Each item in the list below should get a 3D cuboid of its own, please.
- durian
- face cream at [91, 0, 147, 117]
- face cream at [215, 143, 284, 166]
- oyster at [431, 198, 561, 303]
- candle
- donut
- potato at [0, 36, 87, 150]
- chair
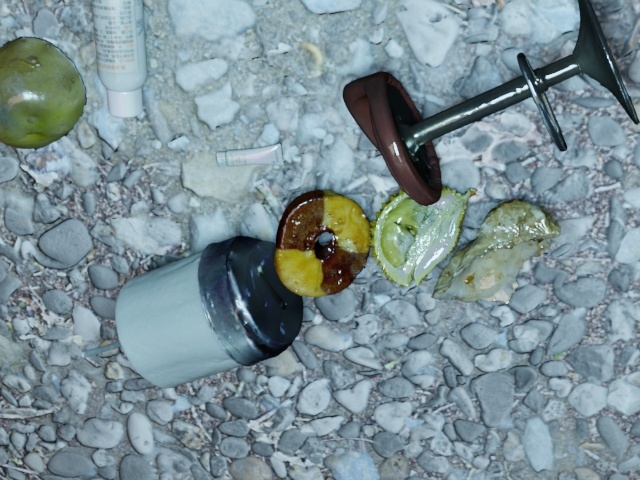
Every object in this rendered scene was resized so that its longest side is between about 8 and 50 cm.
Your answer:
[{"bbox_3d":[0.165,-0.032,1.545,0.208,0.102,0.146,-37,108,0],"label":"durian"},{"bbox_3d":[-0.318,-0.326,1.497,0.082,0.082,0.269,6,117,8],"label":"face cream"},{"bbox_3d":[-0.117,-0.140,1.582,0.115,0.020,0.038,-4,114,10],"label":"face cream"},{"bbox_3d":[0.284,0.019,1.538,0.233,0.162,0.107,-46,57,32],"label":"oyster"},{"bbox_3d":[-0.216,0.131,1.627,0.343,0.221,0.221,-19,111,23],"label":"candle"},{"bbox_3d":[0.000,0.000,1.578,0.166,0.073,0.184,-7,117,-9],"label":"donut"},{"bbox_3d":[-0.499,-0.227,1.564,0.202,0.117,0.182,-31,109,22],"label":"potato"},{"bbox_3d":[0.230,-0.194,1.375,0.401,0.226,0.226,-22,110,21],"label":"chair"}]
